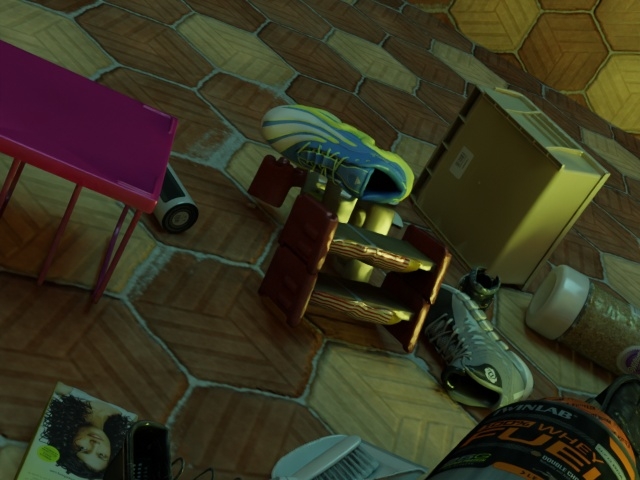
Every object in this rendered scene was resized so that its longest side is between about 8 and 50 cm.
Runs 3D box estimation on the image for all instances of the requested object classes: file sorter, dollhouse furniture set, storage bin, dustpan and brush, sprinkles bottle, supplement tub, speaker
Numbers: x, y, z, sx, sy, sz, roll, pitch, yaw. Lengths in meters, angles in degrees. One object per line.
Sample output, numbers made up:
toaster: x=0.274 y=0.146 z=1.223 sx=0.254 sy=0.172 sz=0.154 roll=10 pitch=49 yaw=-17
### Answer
file sorter: x=-0.338 y=-0.081 z=1.125 sx=0.291 sy=0.182 sz=0.202 roll=23 pitch=28 yaw=-15
dollhouse furniture set: x=0.000 y=0.000 z=1.435 sx=0.201 sy=0.152 sz=0.374 roll=16 pitch=13 yaw=-28
storage bin: x=0.314 y=-0.095 z=1.760 sx=0.123 sy=0.262 sz=0.260 roll=4 pitch=38 yaw=-40
dustpan and brush: x=-0.016 y=0.245 z=1.019 sx=0.211 sy=0.060 sz=0.147 roll=-27 pitch=17 yaw=-26
sprinkles bottle: x=0.520 y=0.175 z=1.665 sx=0.356 sy=0.121 sz=0.121 roll=30 pitch=26 yaw=-4
supplement tub: x=0.208 y=0.292 z=1.034 sx=0.207 sy=0.207 sz=0.338 roll=39 pitch=27 yaw=15
speaker: x=-0.219 y=-0.072 z=1.383 sx=0.055 sy=0.055 sz=0.136 roll=7 pitch=36 yaw=-41

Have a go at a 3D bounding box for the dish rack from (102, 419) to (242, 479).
dish rack: x=-0.064 y=0.286 z=0.852 sx=0.272 sy=0.074 sz=0.208 roll=28 pitch=31 yaw=-32

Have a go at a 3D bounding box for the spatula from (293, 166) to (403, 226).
spatula: x=0.036 y=-0.113 z=1.773 sx=0.242 sy=0.019 sz=0.168 roll=24 pitch=33 yaw=-13

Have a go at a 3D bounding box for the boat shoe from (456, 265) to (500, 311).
boat shoe: x=0.258 y=0.074 z=1.604 sx=0.065 sy=0.083 sz=0.183 roll=34 pitch=26 yaw=5

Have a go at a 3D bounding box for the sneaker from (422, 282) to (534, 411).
sneaker: x=0.189 y=0.149 z=1.403 sx=0.229 sy=0.086 sz=0.132 roll=44 pitch=31 yaw=21

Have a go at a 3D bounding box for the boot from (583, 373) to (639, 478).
boot: x=0.455 y=0.317 z=1.413 sx=0.229 sy=0.091 sz=0.263 roll=48 pitch=35 yaw=20

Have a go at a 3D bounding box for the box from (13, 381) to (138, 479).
box: x=-0.225 y=0.223 z=0.858 sx=0.087 sy=0.058 sz=0.232 roll=25 pitch=27 yaw=-13

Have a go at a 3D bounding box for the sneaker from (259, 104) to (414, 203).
sneaker: x=0.027 y=-0.122 z=1.427 sx=0.240 sy=0.091 sz=0.126 roll=21 pitch=12 yaw=-7
